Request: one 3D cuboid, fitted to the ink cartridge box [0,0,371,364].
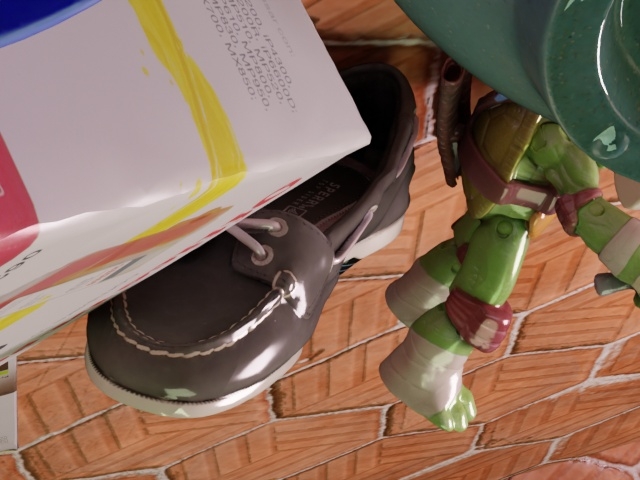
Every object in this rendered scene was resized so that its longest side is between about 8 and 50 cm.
[{"bbox_3d":[-0.185,-0.023,0.680,0.279,0.160,0.385,-30,177,24],"label":"ink cartridge box"}]

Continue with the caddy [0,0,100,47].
[{"bbox_3d":[-0.056,-0.182,0.344,0.341,0.179,0.241,-41,144,2],"label":"caddy"}]

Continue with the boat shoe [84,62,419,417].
[{"bbox_3d":[-0.029,-0.015,0.960,0.112,0.095,0.335,17,-155,15],"label":"boat shoe"}]

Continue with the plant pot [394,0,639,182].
[{"bbox_3d":[0.139,-0.142,0.627,0.293,0.196,0.293,-6,141,-5],"label":"plant pot"}]

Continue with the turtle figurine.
[{"bbox_3d":[0.169,-0.001,1.126,0.275,0.198,0.266,8,130,-40],"label":"turtle figurine"}]

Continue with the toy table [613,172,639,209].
[{"bbox_3d":[0.211,-0.138,0.898,0.252,0.161,0.274,-10,161,-19],"label":"toy table"}]

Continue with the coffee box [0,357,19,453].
[{"bbox_3d":[-0.238,0.039,1.044,0.098,0.141,0.246,-12,160,-14],"label":"coffee box"}]

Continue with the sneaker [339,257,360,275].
[{"bbox_3d":[0.000,0.000,1.227,0.090,0.081,0.232,-8,159,-3],"label":"sneaker"}]
